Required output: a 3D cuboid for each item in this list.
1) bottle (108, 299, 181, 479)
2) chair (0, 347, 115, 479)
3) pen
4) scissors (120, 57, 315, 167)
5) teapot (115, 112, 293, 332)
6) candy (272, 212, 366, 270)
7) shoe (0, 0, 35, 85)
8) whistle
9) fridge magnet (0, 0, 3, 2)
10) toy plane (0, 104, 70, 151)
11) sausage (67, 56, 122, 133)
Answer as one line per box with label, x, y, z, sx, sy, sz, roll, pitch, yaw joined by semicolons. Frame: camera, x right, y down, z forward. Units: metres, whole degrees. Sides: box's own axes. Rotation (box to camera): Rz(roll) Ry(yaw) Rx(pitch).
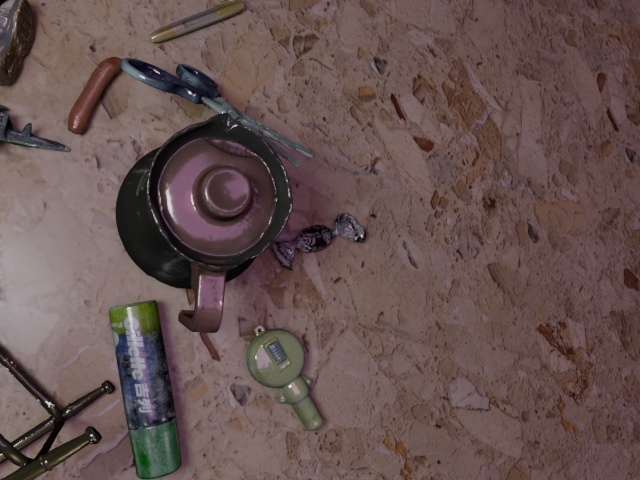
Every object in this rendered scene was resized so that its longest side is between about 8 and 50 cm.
bottle;-0.338;0.285;1.076;0.093;0.093;0.329;-10;87;-21
chair;-0.612;0.280;0.847;0.410;0.365;0.362;-42;99;-15
pen;-0.273;-0.489;1.223;0.233;0.032;0.040;-29;71;-21
scissors;-0.180;-0.251;1.078;0.384;0.256;0.029;35;112;11
teapot;-0.216;-0.027;1.013;0.306;0.362;0.375;6;83;-20
candy;0.000;0.000;1.258;0.226;0.051;0.093;-17;93;-22
shoe;-0.619;-0.388;1.058;0.092;0.089;0.180;15;76;-6
whistle;-0.072;0.295;1.190;0.126;0.067;0.258;-31;97;-20
fridge magnet;-0.691;-0.561;1.030;0.266;0.113;0.265;3;82;-21
toy plane;-0.611;-0.217;1.037;0.262;0.088;0.192;7;54;-23
sausage;-0.461;-0.300;1.125;0.043;0.043;0.186;28;75;-16
